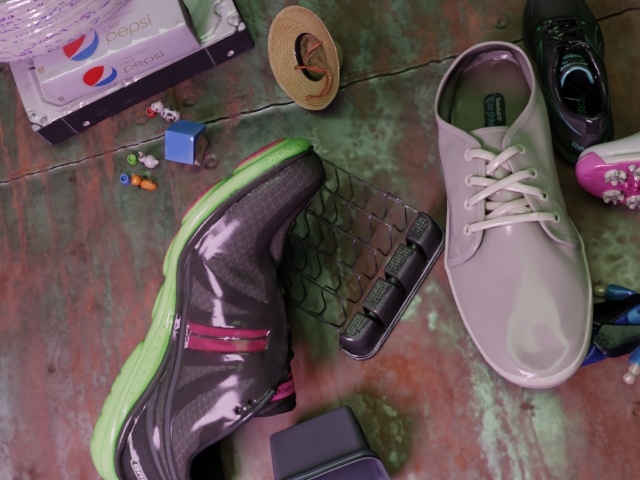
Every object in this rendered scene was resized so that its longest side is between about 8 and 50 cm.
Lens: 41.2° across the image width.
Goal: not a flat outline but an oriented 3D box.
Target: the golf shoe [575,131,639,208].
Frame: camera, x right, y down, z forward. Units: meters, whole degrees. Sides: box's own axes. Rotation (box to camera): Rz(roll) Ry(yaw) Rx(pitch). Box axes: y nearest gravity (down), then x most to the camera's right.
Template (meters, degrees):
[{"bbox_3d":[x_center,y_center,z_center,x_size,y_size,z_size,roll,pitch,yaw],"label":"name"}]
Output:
[{"bbox_3d":[0.458,-0.120,1.035,0.306,0.115,0.140,-4,64,2],"label":"golf shoe"}]

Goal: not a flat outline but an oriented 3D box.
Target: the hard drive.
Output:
[{"bbox_3d":[-0.295,-0.316,1.248,0.338,0.064,0.237,-25,70,3],"label":"hard drive"}]

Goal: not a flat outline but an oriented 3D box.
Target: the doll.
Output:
[{"bbox_3d":[0.342,0.110,1.010,0.189,0.046,0.129,-18,59,5],"label":"doll"}]

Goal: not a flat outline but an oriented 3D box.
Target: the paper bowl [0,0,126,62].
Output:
[{"bbox_3d":[-0.389,-0.385,1.146,0.284,0.148,0.284,-13,45,14],"label":"paper bowl"}]

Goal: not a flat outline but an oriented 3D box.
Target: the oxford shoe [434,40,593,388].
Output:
[{"bbox_3d":[0.219,-0.048,1.019,0.169,0.130,0.450,-10,68,15],"label":"oxford shoe"}]

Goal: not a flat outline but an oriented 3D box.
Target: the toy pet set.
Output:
[{"bbox_3d":[-0.220,-0.134,1.178,0.114,0.065,0.122,13,77,14],"label":"toy pet set"}]

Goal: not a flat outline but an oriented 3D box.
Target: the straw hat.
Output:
[{"bbox_3d":[-0.004,-0.255,1.172,0.061,0.144,0.144,-24,65,-38],"label":"straw hat"}]

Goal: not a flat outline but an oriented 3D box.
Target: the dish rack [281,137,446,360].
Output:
[{"bbox_3d":[0.000,0.000,1.097,0.271,0.074,0.208,31,80,19],"label":"dish rack"}]

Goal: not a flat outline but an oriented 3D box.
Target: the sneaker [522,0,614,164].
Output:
[{"bbox_3d":[0.325,-0.234,1.087,0.101,0.106,0.267,-13,70,9],"label":"sneaker"}]

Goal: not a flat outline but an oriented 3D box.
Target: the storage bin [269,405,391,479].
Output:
[{"bbox_3d":[0.006,0.264,1.012,0.135,0.098,0.091,-22,43,4],"label":"storage bin"}]

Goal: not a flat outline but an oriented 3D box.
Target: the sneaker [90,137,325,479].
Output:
[{"bbox_3d":[-0.096,0.104,0.993,0.202,0.185,0.483,27,108,9],"label":"sneaker"}]

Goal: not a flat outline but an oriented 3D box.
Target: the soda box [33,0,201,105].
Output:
[{"bbox_3d":[-0.280,-0.266,1.160,0.216,0.069,0.074,-22,71,4],"label":"soda box"}]
